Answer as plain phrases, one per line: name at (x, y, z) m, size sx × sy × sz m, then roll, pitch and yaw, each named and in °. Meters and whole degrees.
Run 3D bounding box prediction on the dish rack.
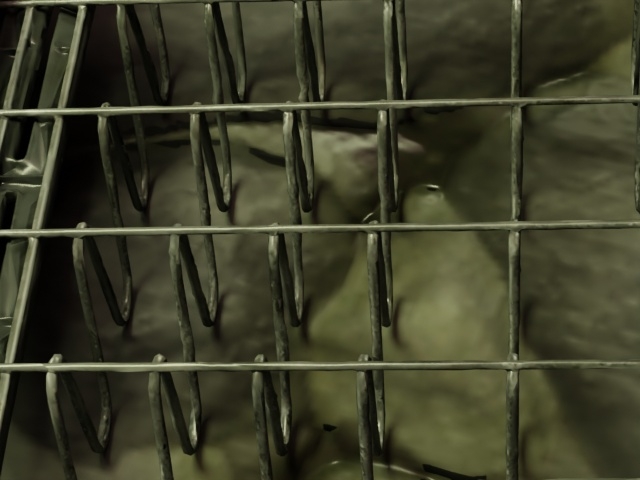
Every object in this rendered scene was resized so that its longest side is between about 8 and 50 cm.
dish rack at (0.000, 0.000, 0.451) m, size 0.271 × 0.074 × 0.208 m, roll 0°, pitch 50°, yaw 7°
